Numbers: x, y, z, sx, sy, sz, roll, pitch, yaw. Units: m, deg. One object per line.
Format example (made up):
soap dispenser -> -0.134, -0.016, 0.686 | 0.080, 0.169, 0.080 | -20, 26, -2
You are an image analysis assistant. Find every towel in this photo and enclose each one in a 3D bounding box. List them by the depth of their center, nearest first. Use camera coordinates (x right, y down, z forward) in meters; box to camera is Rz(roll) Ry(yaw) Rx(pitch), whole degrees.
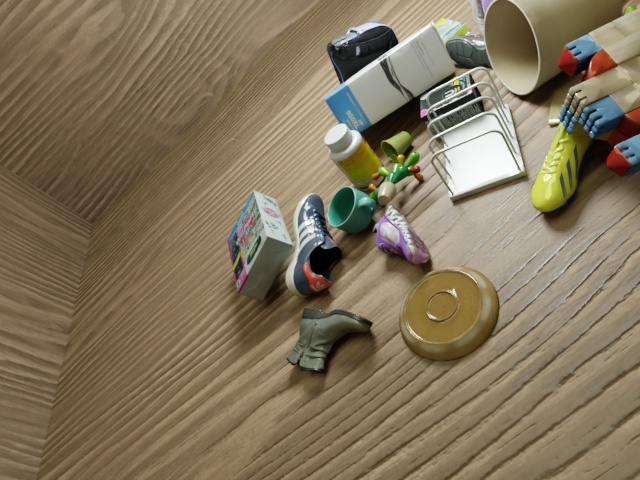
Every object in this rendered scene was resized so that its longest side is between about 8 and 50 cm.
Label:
towel -> 0.532, -0.812, 1.483 | 0.049, 0.187, 0.282 | -20, 44, 26

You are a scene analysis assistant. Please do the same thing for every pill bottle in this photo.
pill bottle -> 0.107, -0.263, 1.374 | 0.117, 0.215, 0.117 | -26, 42, 26

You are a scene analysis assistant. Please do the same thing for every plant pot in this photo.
plant pot -> 0.276, 0.152, 0.979 | 0.236, 0.032, 0.236 | -27, 40, 26
plant pot -> 0.623, -0.565, 1.146 | 0.273, 0.257, 0.256 | -25, 39, 3
plant pot -> 0.251, -0.308, 1.397 | 0.079, 0.083, 0.083 | -40, 35, -11

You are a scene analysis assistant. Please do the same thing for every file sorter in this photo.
file sorter -> 0.394, -0.284, 1.147 | 0.192, 0.173, 0.278 | -20, 45, 32

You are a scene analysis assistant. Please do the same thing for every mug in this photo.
mug -> 0.103, -0.081, 1.293 | 0.130, 0.097, 0.158 | -62, 33, 11

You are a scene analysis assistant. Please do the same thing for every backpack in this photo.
backpack -> 0.180, -0.715, 1.707 | 0.263, 0.277, 0.213 | -25, 42, 8

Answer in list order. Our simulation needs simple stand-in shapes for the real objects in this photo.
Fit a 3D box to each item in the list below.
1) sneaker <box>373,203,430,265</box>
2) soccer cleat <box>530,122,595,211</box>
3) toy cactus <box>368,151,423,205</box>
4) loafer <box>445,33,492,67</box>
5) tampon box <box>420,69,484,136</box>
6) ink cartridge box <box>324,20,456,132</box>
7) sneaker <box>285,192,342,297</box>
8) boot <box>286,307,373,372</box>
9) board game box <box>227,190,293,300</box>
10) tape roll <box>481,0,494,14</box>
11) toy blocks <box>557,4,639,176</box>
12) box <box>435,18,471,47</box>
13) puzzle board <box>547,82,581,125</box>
sneaker -> 0.202, 0.003, 1.148 | 0.104, 0.095, 0.236 | -42, 31, 14
soccer cleat -> 0.537, -0.196, 0.966 | 0.093, 0.121, 0.289 | 18, 70, 50
toy cactus -> 0.208, -0.158, 1.258 | 0.219, 0.112, 0.181 | -31, 21, 42
loafer -> 0.527, -0.615, 1.406 | 0.084, 0.096, 0.267 | -33, 41, -15
tampon box -> 0.396, -0.408, 1.316 | 0.161, 0.101, 0.121 | -21, 43, 31
ink cartridge box -> 0.236, -0.541, 1.470 | 0.394, 0.166, 0.285 | -29, 16, 23
sneaker -> 0.000, 0.000, 1.319 | 0.148, 0.131, 0.350 | -17, 56, 36
boot -> 0.022, 0.262, 1.106 | 0.246, 0.083, 0.161 | -8, 58, 48
board game box -> -0.205, 0.009, 1.419 | 0.224, 0.097, 0.303 | -59, 29, 21
tape roll -> 0.606, -0.726, 1.246 | 0.274, 0.275, 0.090 | -23, 22, 29
toy blocks -> 0.609, -0.285, 0.854 | 0.260, 0.191, 0.382 | -25, 66, 6
box -> 0.468, -0.767, 1.626 | 0.109, 0.042, 0.178 | -42, 36, 8
puzzle board -> 0.635, -0.346, 1.100 | 0.096, 0.011, 0.128 | -2, 56, 42
